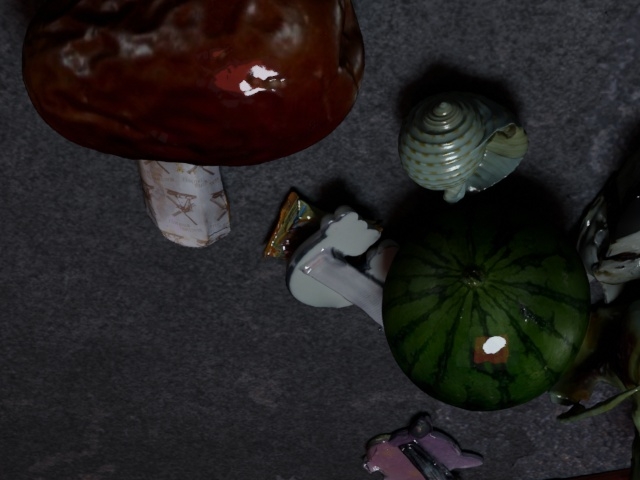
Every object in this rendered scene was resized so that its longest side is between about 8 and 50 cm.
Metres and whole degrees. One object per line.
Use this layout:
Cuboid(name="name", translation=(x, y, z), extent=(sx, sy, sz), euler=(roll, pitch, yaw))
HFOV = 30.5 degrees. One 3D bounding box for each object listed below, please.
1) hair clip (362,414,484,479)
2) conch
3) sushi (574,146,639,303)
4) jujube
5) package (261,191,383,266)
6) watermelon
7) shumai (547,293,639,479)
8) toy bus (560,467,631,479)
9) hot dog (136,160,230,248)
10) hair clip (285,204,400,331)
Cuboid(name="hair clip", translation=(0.150, 0.332, 1.730), extent=(0.146, 0.056, 0.187), euler=(-29, 119, 29))
Cuboid(name="conch", translation=(0.149, -0.106, 1.243), extent=(0.135, 0.102, 0.153), euler=(-17, 167, 7))
Cuboid(name="sushi", translation=(0.366, -0.033, 1.324), extent=(0.134, 0.109, 0.273), euler=(-1, 152, -8))
Cuboid(name="jujube", translation=(-0.120, -0.176, 1.119), extent=(0.317, 0.223, 0.223), euler=(-3, 136, 15))
Cuboid(name="package", translation=(-0.002, -0.001, 1.402), extent=(0.120, 0.031, 0.108), euler=(19, 132, -18))
Cuboid(name="watermelon", translation=(0.185, 0.072, 1.323), extent=(0.242, 0.242, 0.242), euler=(1, 135, 1))
Cuboid(name="shumai", translation=(0.467, 0.192, 1.371), extent=(0.348, 0.395, 0.395), euler=(39, 125, -23))
Cuboid(name="toy bus", translation=(0.388, 0.403, 1.780), extent=(0.234, 0.073, 0.096), euler=(-11, 125, 12))
Cuboid(name="hot dog", translation=(-0.155, -0.065, 1.324), extent=(0.108, 0.059, 0.191), euler=(8, 140, 12))
Cuboid(name="hair clip", translation=(0.038, 0.044, 1.398), extent=(0.140, 0.054, 0.220), euler=(-31, 140, 21))
